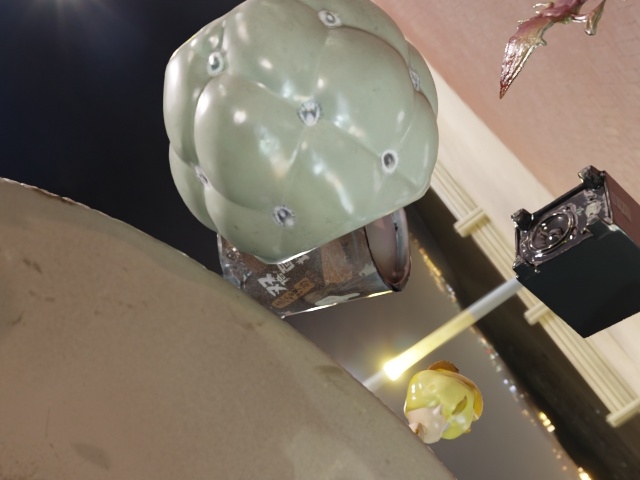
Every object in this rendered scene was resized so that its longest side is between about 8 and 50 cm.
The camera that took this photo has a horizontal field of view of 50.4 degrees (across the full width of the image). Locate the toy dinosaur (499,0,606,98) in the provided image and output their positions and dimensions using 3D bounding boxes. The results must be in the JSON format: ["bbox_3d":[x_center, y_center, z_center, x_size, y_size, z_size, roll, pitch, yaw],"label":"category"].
[{"bbox_3d":[0.490,-0.425,1.349,0.207,0.327,0.113,4,135,41],"label":"toy dinosaur"}]

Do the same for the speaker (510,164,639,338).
[{"bbox_3d":[0.539,0.025,1.366,0.254,0.232,0.184,38,-142,-18],"label":"speaker"}]

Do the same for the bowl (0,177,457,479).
[{"bbox_3d":[-0.102,0.162,0.357,0.435,0.196,0.435,36,-173,-5],"label":"bowl"}]

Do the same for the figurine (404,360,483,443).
[{"bbox_3d":[0.177,0.302,1.146,0.131,0.246,0.156,49,142,10],"label":"figurine"}]

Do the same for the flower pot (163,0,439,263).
[{"bbox_3d":[-0.015,-0.095,0.600,0.195,0.246,0.246,64,-174,0],"label":"flower pot"}]

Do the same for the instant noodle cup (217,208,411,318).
[{"bbox_3d":[0.000,0.000,0.936,0.217,0.207,0.217,37,-133,-56],"label":"instant noodle cup"}]
